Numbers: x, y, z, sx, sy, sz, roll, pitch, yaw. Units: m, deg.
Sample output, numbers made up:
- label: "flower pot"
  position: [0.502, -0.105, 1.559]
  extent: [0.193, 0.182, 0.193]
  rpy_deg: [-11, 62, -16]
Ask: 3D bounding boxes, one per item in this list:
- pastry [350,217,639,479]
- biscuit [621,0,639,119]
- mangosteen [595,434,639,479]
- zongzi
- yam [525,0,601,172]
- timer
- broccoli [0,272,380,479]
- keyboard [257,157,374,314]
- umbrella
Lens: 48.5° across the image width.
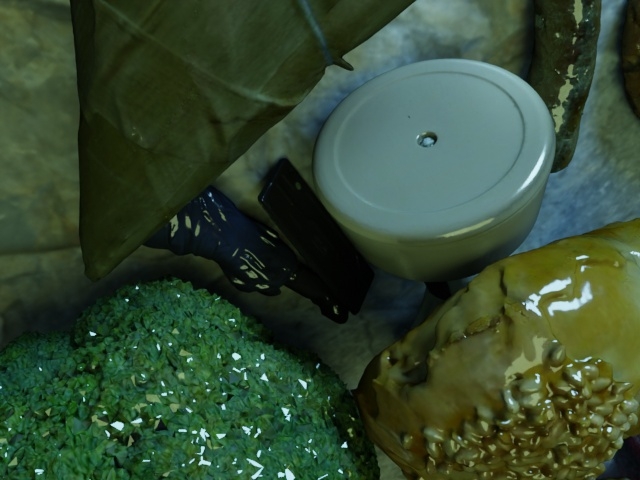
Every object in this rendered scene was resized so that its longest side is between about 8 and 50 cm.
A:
- label: "pastry"
  position: [0.183, 0.107, 0.562]
  extent: [0.310, 0.162, 0.255]
  rpy_deg: [-17, 151, -35]
- label: "biscuit"
  position: [0.362, -0.184, 0.618]
  extent: [0.225, 0.042, 0.226]
  rpy_deg: [-7, 119, -12]
- label: "mangosteen"
  position: [0.246, 0.273, 0.710]
  extent: [0.228, 0.265, 0.228]
  rpy_deg: [0, 105, 0]
- label: "zongzi"
  position: [-0.117, -0.199, 0.387]
  extent: [0.393, 0.174, 0.356]
  rpy_deg: [-42, 120, 7]
- label: "yam"
  position: [0.195, -0.172, 0.565]
  extent: [0.061, 0.061, 0.253]
  rpy_deg: [-8, 121, -12]
- label: "timer"
  position: [0.111, 0.002, 0.609]
  extent: [0.175, 0.175, 0.266]
  rpy_deg: [-26, 141, -1]
- label: "broccoli"
  position: [-0.111, 0.208, 0.557]
  extent: [0.413, 0.310, 0.321]
  rpy_deg: [-35, 137, -37]
- label: "keyboard"
  position: [0.000, 0.000, 0.615]
  extent: [0.010, 0.053, 0.155]
  rpy_deg: [-8, 133, 39]
- label: "umbrella"
  position: [-0.066, 0.007, 0.596]
  extent: [0.248, 0.071, 0.071]
  rpy_deg: [31, 107, -38]
